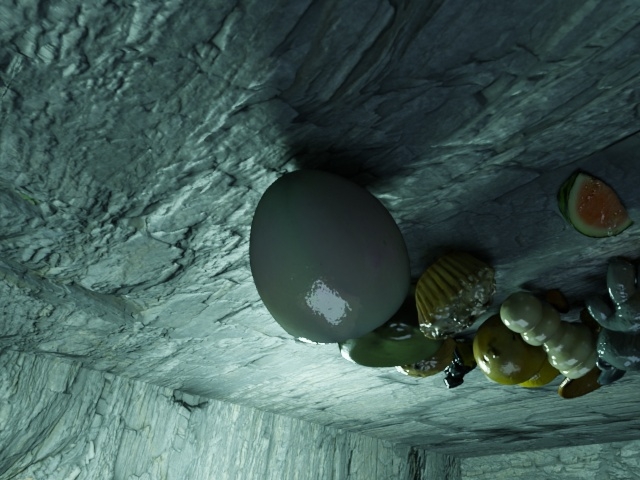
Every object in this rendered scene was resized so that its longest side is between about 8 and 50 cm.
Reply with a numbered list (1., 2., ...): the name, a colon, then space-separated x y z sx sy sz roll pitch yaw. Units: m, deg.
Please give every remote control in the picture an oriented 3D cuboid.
1. remote control: 1.046 0.385 1.887 0.107 0.044 0.377 -22 140 -9

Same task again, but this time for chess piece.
1. chess piece: 0.683 0.267 1.657 0.300 0.167 0.167 35 144 -6

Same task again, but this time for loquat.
1. loquat: 0.618 0.359 1.815 0.244 0.244 0.244 5 150 3

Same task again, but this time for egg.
1. egg: 0.000 0.000 1.228 0.355 0.354 0.339 -8 125 23

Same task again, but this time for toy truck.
1. toy truck: 0.539 0.455 2.102 0.165 0.147 0.224 -15 149 -11

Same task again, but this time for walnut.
1. walnut: 0.357 0.386 1.945 0.245 0.198 0.198 -16 144 20

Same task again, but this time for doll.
1. doll: 0.869 0.199 1.523 0.246 0.340 0.158 -5 -169 21

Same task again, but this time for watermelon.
1. watermelon: 0.616 -0.074 1.252 0.245 0.063 0.119 31 123 -28

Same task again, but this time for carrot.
1. carrot: 0.741 0.195 1.695 0.048 0.048 0.139 -18 145 35

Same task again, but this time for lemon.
1. lemon: 0.744 0.432 1.961 0.244 0.186 0.187 -1 149 9

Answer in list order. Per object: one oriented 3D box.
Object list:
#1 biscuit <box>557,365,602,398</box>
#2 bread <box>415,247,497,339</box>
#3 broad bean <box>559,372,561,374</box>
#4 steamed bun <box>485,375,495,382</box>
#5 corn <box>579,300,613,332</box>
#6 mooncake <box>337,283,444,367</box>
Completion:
1. biscuit: 1.022 0.497 2.057 0.305 0.038 0.305 -14 138 -13
2. bread: 0.370 0.155 1.536 0.274 0.149 0.274 -26 145 -20
3. broad bean: 0.901 0.469 2.065 0.339 0.077 0.061 -14 126 -5
4. steamed bun: 0.721 0.487 2.138 0.183 0.106 0.183 0 151 0
5. corn: 0.941 0.215 1.633 0.318 0.115 0.115 -19 141 38
6. mooncake: 0.218 0.267 1.755 0.351 0.187 0.351 -3 144 -2
